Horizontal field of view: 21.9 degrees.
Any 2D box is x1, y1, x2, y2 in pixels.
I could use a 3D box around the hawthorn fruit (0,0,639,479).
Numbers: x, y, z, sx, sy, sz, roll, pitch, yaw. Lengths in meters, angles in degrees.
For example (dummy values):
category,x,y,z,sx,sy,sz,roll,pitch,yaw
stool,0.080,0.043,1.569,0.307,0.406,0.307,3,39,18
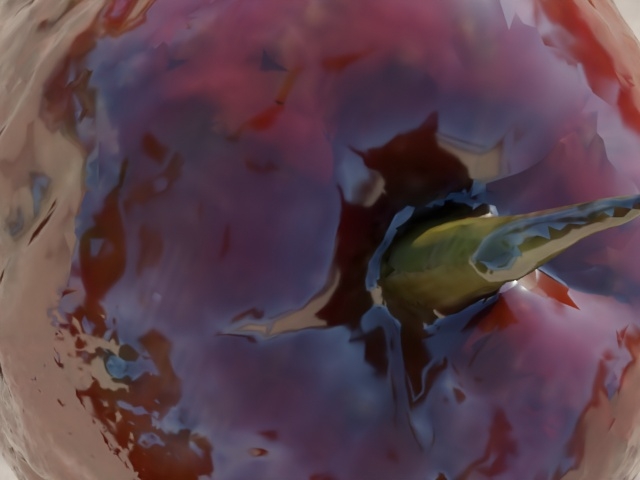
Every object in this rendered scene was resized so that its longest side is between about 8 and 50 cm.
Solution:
category,x,y,z,sx,sy,sz,roll,pitch,yaw
hawthorn fruit,-0.007,0.000,0.526,0.258,0.258,0.262,12,27,1
